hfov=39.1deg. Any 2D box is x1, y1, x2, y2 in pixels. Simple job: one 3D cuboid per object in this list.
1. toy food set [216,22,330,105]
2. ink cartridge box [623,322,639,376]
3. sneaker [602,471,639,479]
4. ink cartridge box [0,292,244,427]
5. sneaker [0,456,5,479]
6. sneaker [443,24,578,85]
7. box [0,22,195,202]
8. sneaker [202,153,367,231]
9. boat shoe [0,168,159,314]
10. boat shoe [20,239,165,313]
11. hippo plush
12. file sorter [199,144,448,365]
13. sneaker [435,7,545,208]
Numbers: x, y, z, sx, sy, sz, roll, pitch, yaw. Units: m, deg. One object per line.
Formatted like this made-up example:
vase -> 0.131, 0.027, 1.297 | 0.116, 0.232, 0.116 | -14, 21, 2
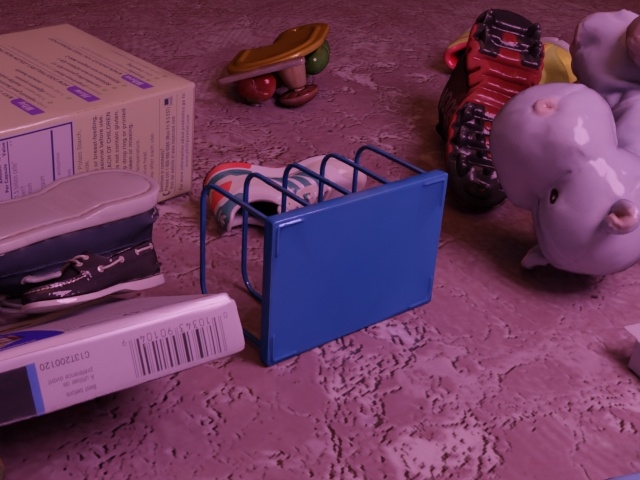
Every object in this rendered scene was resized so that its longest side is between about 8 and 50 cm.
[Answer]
toy food set -> -0.047, -0.209, 1.136 | 0.128, 0.071, 0.218 | -12, 24, 16
ink cartridge box -> 0.273, 0.096, 0.690 | 0.048, 0.028, 0.083 | -7, 33, -23
sneaker -> 0.179, 0.176, 0.522 | 0.162, 0.064, 0.073 | -15, 18, -39
ink cartridge box -> -0.188, 0.077, 0.581 | 0.206, 0.045, 0.208 | -15, 5, -33
sneaker -> -0.223, 0.174, 0.437 | 0.086, 0.064, 0.192 | 38, 36, 22
sneaker -> 0.256, -0.234, 1.227 | 0.094, 0.082, 0.208 | -29, 38, -35
box -> -0.277, -0.102, 0.841 | 0.213, 0.117, 0.243 | 29, 36, 33
sneaker -> -0.027, -0.036, 0.851 | 0.161, 0.057, 0.075 | -4, 48, -20
boat shoe -> -0.235, 0.009, 0.695 | 0.095, 0.079, 0.254 | 24, 32, 33
boat shoe -> -0.165, 0.025, 0.656 | 0.046, 0.038, 0.125 | -12, 1, 41
hippo plush -> 0.268, -0.056, 0.838 | 0.236, 0.234, 0.294 | -29, 85, -21
file sorter -> 0.000, 0.000, 0.718 | 0.170, 0.118, 0.104 | -17, 34, -35
sneaker -> 0.182, -0.127, 0.999 | 0.097, 0.135, 0.276 | 18, 53, -4
